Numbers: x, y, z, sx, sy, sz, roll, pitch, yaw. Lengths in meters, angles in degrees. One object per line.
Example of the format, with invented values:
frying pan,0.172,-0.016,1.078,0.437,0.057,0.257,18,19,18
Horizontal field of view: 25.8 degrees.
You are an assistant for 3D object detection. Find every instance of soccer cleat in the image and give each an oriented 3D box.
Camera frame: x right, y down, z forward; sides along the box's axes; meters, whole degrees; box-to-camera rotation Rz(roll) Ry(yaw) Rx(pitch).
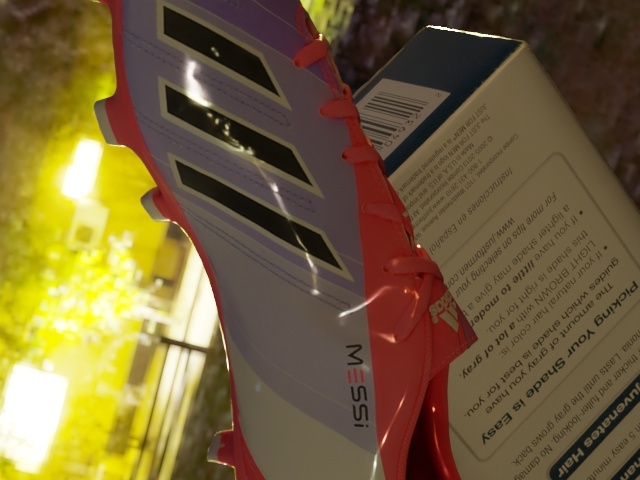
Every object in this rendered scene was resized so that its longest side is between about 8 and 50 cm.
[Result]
soccer cleat,0.000,0.000,0.433,0.083,0.095,0.248,-45,-52,-61

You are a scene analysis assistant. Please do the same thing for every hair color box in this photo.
hair color box,0.117,0.070,0.771,0.174,0.347,0.105,-44,26,-10
